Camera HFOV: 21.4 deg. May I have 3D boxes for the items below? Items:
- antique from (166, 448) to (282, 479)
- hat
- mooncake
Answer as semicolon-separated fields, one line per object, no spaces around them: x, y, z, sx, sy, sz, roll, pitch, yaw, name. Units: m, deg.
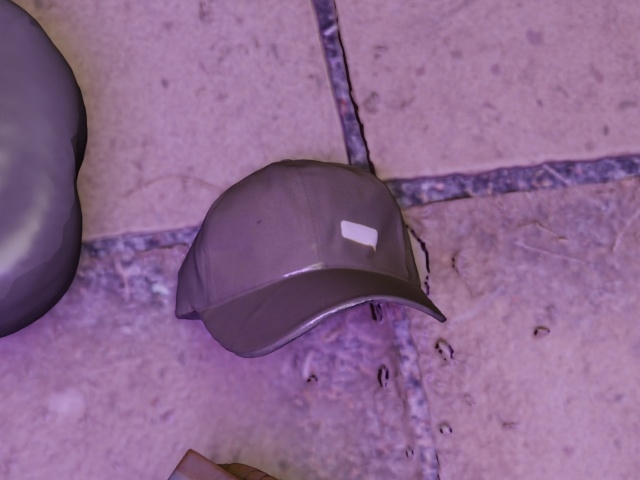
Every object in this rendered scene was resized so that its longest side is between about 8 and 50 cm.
-0.051;0.217;0.978;0.152;0.146;0.148;33;65;1;antique
0.000;0.000;1.055;0.166;0.173;0.144;-8;79;-16;hat
-0.271;-0.040;1.026;0.275;0.135;0.275;3;70;-8;mooncake
